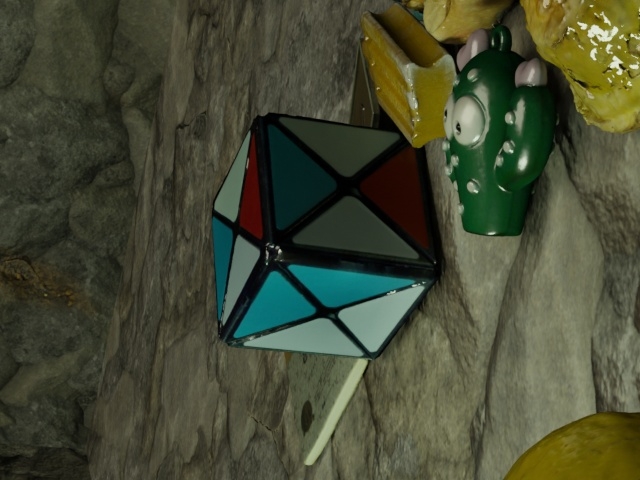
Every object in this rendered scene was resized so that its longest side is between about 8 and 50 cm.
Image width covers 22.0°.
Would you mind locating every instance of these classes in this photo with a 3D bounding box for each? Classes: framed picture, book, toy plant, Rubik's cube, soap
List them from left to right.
[{"bbox_3d":[-0.007,0.122,2.587,0.389,0.032,0.269,-103,27,-43],"label":"book"},{"bbox_3d":[0.000,0.000,2.263,0.248,0.246,0.250,118,152,-50],"label":"Rubik's cube"},{"bbox_3d":[0.064,-0.176,2.419,0.203,0.015,0.150,96,169,-52],"label":"framed picture"},{"bbox_3d":[0.121,-0.215,2.184,0.232,0.073,0.140,-120,13,-62],"label":"soap"},{"bbox_3d":[0.202,-0.129,1.910,0.232,0.112,0.243,-118,33,-52],"label":"toy plant"}]

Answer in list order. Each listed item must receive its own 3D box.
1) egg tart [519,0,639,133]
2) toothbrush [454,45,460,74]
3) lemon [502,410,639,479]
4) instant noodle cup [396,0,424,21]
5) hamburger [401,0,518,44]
[{"bbox_3d":[0.290,-0.276,1.664,0.341,0.132,0.341,-175,90,-72],"label":"egg tart"},{"bbox_3d":[0.182,-0.228,2.172,0.008,0.006,0.097,121,150,-59],"label":"toothbrush"},{"bbox_3d":[0.258,0.271,1.360,0.316,0.285,0.285,-117,38,-52],"label":"lemon"},{"bbox_3d":[0.148,-0.390,2.237,0.157,0.070,0.179,-159,77,-70],"label":"instant noodle cup"},{"bbox_3d":[0.177,-0.335,2.030,0.262,0.131,0.124,131,129,-61],"label":"hamburger"}]
